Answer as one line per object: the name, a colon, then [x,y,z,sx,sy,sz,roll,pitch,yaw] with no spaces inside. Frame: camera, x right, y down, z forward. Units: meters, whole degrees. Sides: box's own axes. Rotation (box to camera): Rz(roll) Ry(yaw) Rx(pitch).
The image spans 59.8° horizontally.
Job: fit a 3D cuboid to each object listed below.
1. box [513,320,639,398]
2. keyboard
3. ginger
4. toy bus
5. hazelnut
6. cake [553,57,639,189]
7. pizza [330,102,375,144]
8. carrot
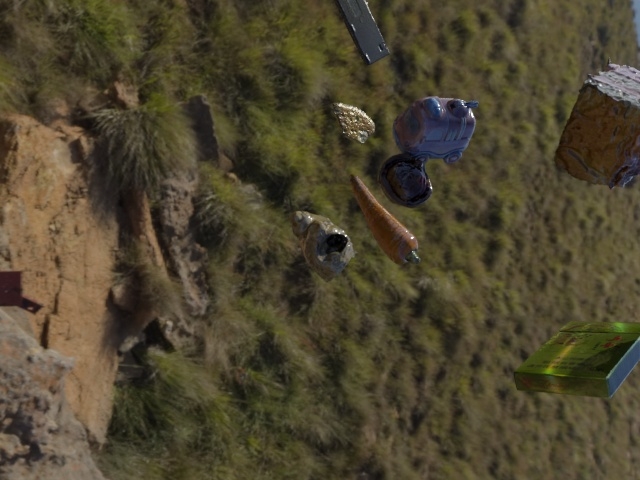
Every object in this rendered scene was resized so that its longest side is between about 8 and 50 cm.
box: [0.532,0.226,1.108,0.311,0.173,0.043,-17,97,-44]
keyboard: [0.091,-0.648,1.548,0.106,0.027,0.317,-37,106,-29]
ginger: [0.000,0.000,1.498,0.221,0.130,0.275,53,-3,10]
toy bus: [0.424,-0.422,2.035,0.294,0.232,0.197,-4,60,-17]
hazelnut: [0.297,-0.211,1.992,0.202,0.160,0.170,45,61,-19]
cake: [0.965,-0.369,1.811,0.307,0.293,0.314,-34,149,-40]
pizza: [0.087,-0.321,1.533,0.160,0.036,0.099,16,77,-33]
carrot: [0.107,-0.046,1.047,0.061,0.061,0.256,23,26,-49]
